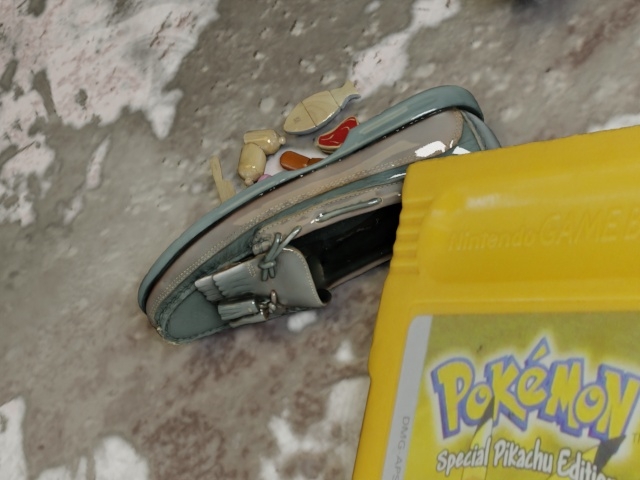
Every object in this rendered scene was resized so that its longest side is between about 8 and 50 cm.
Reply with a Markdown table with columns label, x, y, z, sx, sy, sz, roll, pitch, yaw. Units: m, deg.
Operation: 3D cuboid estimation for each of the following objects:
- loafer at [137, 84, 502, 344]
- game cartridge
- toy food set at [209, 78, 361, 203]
| label | x | y | z | sx | sy | sz | roll | pitch | yaw |
| --- | --- | --- | --- | --- | --- | --- | --- | --- | --- |
| loafer | 0.000 | 0.000 | 0.804 | 0.267 | 0.096 | 0.084 | -33 | 59 | 10 |
| game cartridge | 0.113 | 0.104 | 0.608 | 0.285 | 0.052 | 0.324 | -6 | 72 | 55 |
| toy food set | -0.018 | -0.061 | 0.892 | 0.122 | 0.019 | 0.078 | -25 | 55 | 8 |
